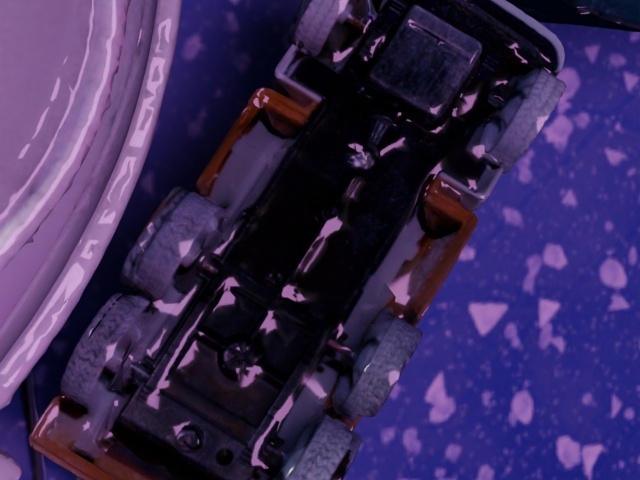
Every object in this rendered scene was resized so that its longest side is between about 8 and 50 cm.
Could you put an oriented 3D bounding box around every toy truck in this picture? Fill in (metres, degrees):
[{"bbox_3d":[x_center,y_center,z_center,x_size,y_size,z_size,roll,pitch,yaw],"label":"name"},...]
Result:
[{"bbox_3d":[0.000,0.000,0.744,0.133,0.184,0.338,31,72,2],"label":"toy truck"}]

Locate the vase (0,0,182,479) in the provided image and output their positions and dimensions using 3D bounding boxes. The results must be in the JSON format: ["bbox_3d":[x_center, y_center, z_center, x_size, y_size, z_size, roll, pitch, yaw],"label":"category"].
[{"bbox_3d":[-0.217,0.020,0.592,0.250,0.250,0.445,16,91,-30],"label":"vase"}]

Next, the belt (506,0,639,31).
[{"bbox_3d":[0.159,-0.267,0.807,0.437,0.173,0.300,12,97,-27],"label":"belt"}]
